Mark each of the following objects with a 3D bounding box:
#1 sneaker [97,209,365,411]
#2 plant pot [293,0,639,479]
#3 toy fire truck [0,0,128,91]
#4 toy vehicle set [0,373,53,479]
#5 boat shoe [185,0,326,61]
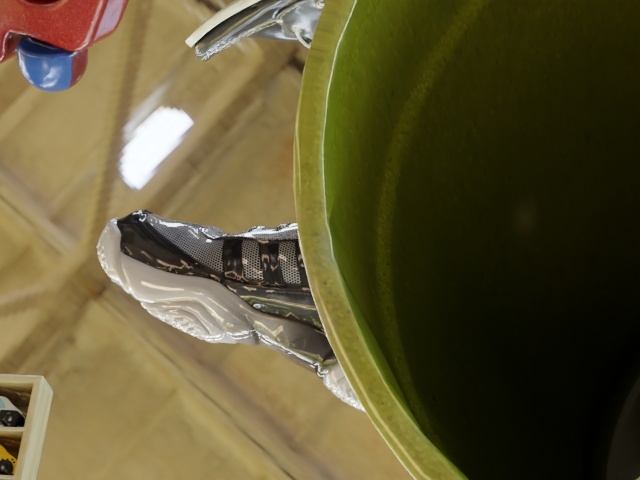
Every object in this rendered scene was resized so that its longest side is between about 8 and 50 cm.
[{"bbox_3d":[0.000,0.000,0.990,0.268,0.101,0.153,23,-84,24],"label":"sneaker"},{"bbox_3d":[0.206,0.040,0.654,0.366,0.353,0.366,-6,-120,11],"label":"plant pot"},{"bbox_3d":[-0.234,-0.238,1.172,0.302,0.254,0.169,20,-142,30],"label":"toy fire truck"},{"bbox_3d":[-0.389,0.201,1.534,0.267,0.035,0.166,1,-118,11],"label":"toy vehicle set"},{"bbox_3d":[-0.007,-0.199,1.444,0.233,0.079,0.084,-21,-171,15],"label":"boat shoe"}]
